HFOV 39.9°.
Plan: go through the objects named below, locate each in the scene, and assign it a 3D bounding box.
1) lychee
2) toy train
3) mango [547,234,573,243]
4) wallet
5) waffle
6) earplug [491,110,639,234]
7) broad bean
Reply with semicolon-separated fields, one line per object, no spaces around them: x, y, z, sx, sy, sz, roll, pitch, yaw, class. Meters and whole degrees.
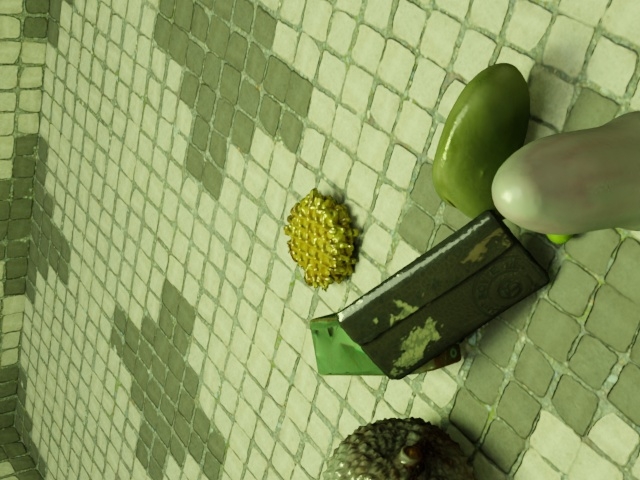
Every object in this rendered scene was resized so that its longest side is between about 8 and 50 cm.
0.134;0.458;1.551;0.300;0.300;0.299;15;109;50;lychee
0.117;0.180;1.626;0.326;0.159;0.129;-10;92;51;toy train
0.366;-0.046;1.340;0.073;0.056;0.108;29;124;55;mango
0.195;0.097;1.421;0.321;0.170;0.044;-37;23;19;wallet
0.000;0.000;1.810;0.193;0.070;0.197;60;140;24;waffle
0.341;-0.080;1.164;0.172;0.301;0.172;13;107;49;earplug
0.248;-0.149;1.364;0.121;0.189;0.263;30;134;41;broad bean
